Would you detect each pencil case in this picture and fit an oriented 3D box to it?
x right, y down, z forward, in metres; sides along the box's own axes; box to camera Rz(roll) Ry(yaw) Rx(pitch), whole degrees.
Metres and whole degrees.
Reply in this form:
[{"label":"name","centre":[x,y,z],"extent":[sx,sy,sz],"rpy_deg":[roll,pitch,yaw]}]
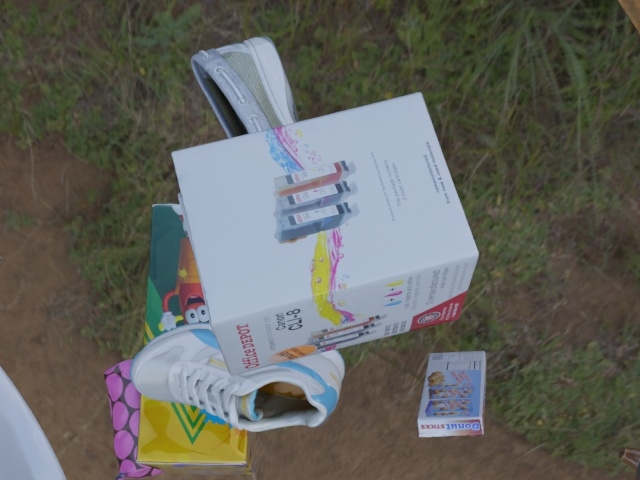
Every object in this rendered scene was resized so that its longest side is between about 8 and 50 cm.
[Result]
[{"label":"pencil case","centre":[-0.340,0.326,1.779],"extent":[0.095,0.098,0.209],"rpy_deg":[12,60,-49]}]

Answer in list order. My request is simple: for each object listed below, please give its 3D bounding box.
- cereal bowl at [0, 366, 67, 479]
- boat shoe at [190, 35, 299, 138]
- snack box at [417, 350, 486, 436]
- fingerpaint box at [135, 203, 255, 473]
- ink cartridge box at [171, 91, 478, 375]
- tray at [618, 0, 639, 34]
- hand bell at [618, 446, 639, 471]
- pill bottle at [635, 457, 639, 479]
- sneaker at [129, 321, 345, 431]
[{"label":"cereal bowl","centre":[-0.320,0.150,0.679],"extent":[0.141,0.339,0.339],"rpy_deg":[-36,76,-1]},{"label":"boat shoe","centre":[-0.069,-0.098,1.144],"extent":[0.103,0.118,0.320],"rpy_deg":[-11,66,-12]},{"label":"snack box","centre":[0.142,0.158,1.036],"extent":[0.064,0.178,0.022],"rpy_deg":[-3,104,11]},{"label":"fingerpaint box","centre":[-0.183,0.181,1.570],"extent":[0.163,0.445,0.371],"rpy_deg":[1,76,-2]},{"label":"ink cartridge box","centre":[0.000,0.000,0.674],"extent":[0.176,0.128,0.127],"rpy_deg":[-14,67,-4]},{"label":"tray","centre":[0.395,-0.303,0.710],"extent":[0.203,0.411,0.076],"rpy_deg":[56,34,-2]},{"label":"hand bell","centre":[0.523,0.338,1.351],"extent":[0.242,0.126,0.126],"rpy_deg":[22,69,-2]},{"label":"pill bottle","centre":[0.463,0.326,1.110],"extent":[0.210,0.210,0.363],"rpy_deg":[26,33,5]},{"label":"sneaker","centre":[-0.093,0.145,1.021],"extent":[0.228,0.087,0.092],"rpy_deg":[0,27,10]}]
